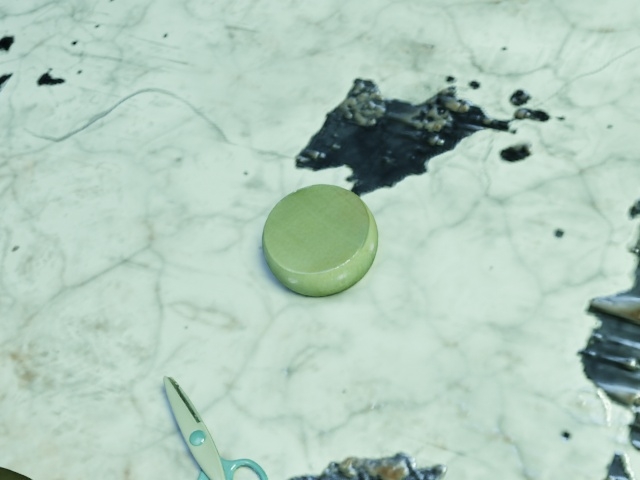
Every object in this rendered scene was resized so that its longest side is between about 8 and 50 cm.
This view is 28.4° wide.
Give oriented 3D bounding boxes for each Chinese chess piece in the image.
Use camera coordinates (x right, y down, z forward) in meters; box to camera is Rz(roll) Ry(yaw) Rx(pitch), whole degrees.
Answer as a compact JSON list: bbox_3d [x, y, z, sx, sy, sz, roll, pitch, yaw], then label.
[{"bbox_3d":[0.000,0.000,0.900,0.084,0.034,0.084,-7,56,10],"label":"Chinese chess piece"}]

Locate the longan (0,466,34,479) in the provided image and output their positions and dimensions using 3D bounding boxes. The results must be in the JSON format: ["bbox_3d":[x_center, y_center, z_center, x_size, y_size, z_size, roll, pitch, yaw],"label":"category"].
[{"bbox_3d":[-0.259,0.247,0.655,0.350,0.288,0.288,-9,54,14],"label":"longan"}]

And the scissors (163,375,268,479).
[{"bbox_3d":[-0.079,0.137,0.839,0.058,0.014,0.119,-30,56,-6],"label":"scissors"}]
